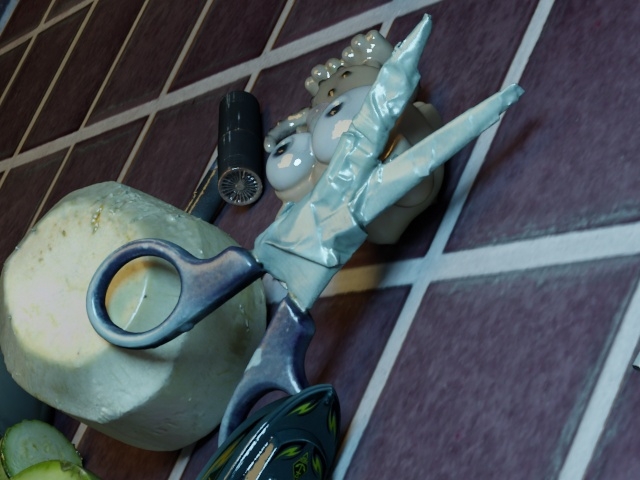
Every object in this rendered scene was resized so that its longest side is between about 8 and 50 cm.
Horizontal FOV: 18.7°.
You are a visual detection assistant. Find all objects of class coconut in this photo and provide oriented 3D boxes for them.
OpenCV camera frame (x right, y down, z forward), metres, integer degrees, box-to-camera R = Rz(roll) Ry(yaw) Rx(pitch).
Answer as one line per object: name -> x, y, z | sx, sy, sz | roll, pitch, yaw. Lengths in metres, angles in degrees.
coconut -> -0.162, 0.067, 1.701 | 0.241, 0.241, 0.241 | -47, 23, 28

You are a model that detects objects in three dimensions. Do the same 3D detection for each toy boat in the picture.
toy boat -> -0.054, 0.211, 1.420 | 0.103, 0.093, 0.246 | 26, 85, 49

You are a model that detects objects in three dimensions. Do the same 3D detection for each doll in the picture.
doll -> 0.025, -0.083, 1.613 | 0.154, 0.119, 0.278 | -39, 23, 11

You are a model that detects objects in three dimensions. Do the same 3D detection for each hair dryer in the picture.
hair dryer -> -0.121, -0.042, 2.000 | 0.195, 0.050, 0.173 | -53, 18, 25

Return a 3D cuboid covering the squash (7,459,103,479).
squash -> -0.272, 0.302, 1.788 | 0.219, 0.041, 0.219 | -29, 47, 35

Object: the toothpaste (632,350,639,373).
toothpaste -> 0.211, 0.043, 1.155 | 0.083, 0.015, 0.024 | -58, 19, -14

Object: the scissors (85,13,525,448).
scissors -> 0.000, 0.000, 1.482 | 0.383, 0.029, 0.256 | -48, 67, 16

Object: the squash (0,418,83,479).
squash -> -0.324, 0.285, 1.971 | 0.224, 0.094, 0.094 | -54, 20, 35

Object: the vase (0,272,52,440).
vase -> -0.355, 0.165, 2.131 | 0.301, 0.156, 0.251 | -77, 1, -52
